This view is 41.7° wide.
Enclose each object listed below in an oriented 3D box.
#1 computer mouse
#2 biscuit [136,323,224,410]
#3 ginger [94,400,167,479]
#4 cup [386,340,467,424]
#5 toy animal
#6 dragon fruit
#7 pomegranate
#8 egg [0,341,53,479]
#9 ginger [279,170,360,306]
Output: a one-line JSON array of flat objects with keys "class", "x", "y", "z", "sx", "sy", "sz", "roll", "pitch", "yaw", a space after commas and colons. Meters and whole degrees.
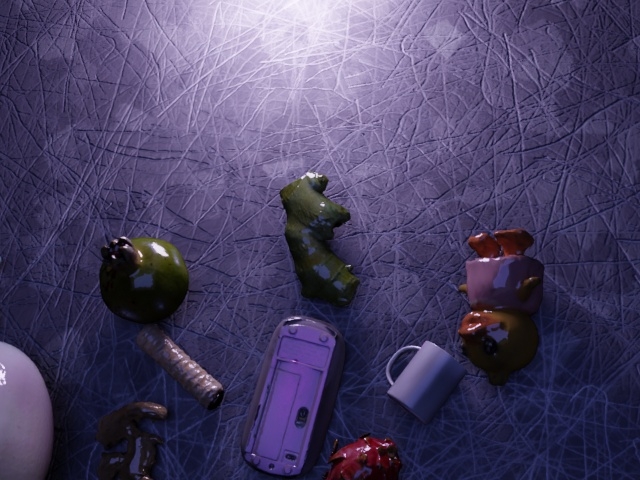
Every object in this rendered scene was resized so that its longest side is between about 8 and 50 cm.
[{"class": "computer mouse", "x": -0.052, "y": 0.301, "z": 1.626, "sx": 0.158, "sy": 0.072, "sz": 0.310, "roll": 13, "pitch": 76, "yaw": 9}, {"class": "biscuit", "x": -0.278, "y": 0.251, "z": 1.676, "sx": 0.219, "sy": 0.055, "sz": 0.061, "roll": 38, "pitch": 97, "yaw": 15}, {"class": "ginger", "x": -0.375, "y": 0.443, "z": 1.633, "sx": 0.149, "sy": 0.065, "sz": 0.258, "roll": -2, "pitch": 79, "yaw": 19}, {"class": "cup", "x": 0.196, "y": 0.267, "z": 1.608, "sx": 0.099, "sy": 0.136, "sz": 0.133, "roll": 40, "pitch": 81, "yaw": -19}, {"class": "toy animal", "x": 0.341, "y": 0.133, "z": 1.592, "sx": 0.169, "sy": 0.195, "sz": 0.281, "roll": 24, "pitch": 69, "yaw": -28}, {"class": "dragon fruit", "x": 0.076, "y": 0.434, "z": 1.550, "sx": 0.166, "sy": 0.133, "sz": 0.136, "roll": -33, "pitch": 31, "yaw": -5}, {"class": "pomegranate", "x": -0.347, "y": 0.066, "z": 1.662, "sx": 0.179, "sy": 0.210, "sz": 0.179, "roll": 7, "pitch": 58, "yaw": -12}, {"class": "egg", "x": -0.661, "y": 0.347, "z": 1.558, "sx": 0.355, "sy": 0.354, "sz": 0.339, "roll": 13, "pitch": 56, "yaw": 10}, {"class": "ginger", "x": -0.002, "y": -0.005, "z": 1.704, "sx": 0.137, "sy": 0.089, "sz": 0.289, "roll": -7, "pitch": 72, "yaw": -4}]
